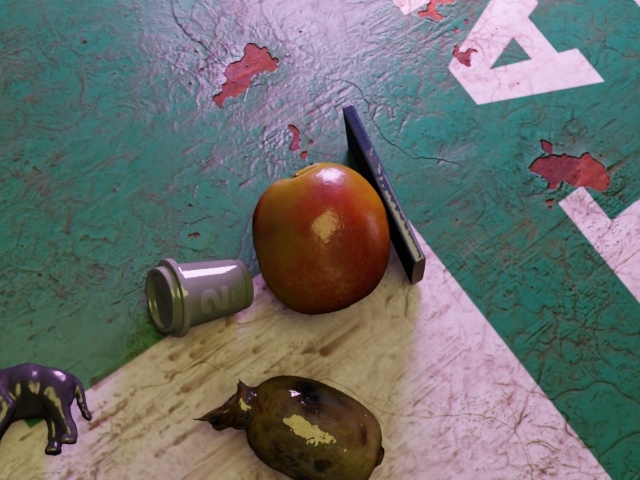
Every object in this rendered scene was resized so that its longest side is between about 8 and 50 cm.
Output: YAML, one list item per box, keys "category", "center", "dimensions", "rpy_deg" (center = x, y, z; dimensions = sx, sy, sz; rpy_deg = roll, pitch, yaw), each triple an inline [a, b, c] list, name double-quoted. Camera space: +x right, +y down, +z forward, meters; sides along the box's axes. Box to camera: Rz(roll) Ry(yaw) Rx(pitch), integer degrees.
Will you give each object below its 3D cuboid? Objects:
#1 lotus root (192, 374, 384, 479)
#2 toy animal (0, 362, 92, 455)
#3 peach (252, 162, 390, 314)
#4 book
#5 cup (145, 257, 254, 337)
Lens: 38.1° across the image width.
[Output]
- category: "lotus root"
  center: [-0.038, 0.265, 1.335]
  dimensions: [0.278, 0.154, 0.154]
  rpy_deg: [22, 66, -6]
- category: "toy animal"
  center: [-0.452, 0.235, 1.276]
  dimensions: [0.269, 0.082, 0.137]
  rpy_deg: [3, 66, -10]
- category: "peach"
  center: [0.000, 0.000, 1.404]
  dimensions: [0.231, 0.231, 0.231]
  rpy_deg: [5, 69, -13]
- category: "book"
  center: [0.101, -0.068, 1.477]
  dimensions: [0.025, 0.191, 0.269]
  rpy_deg: [-24, 77, 0]
- category: "cup"
  center: [-0.179, 0.079, 1.395]
  dimensions: [0.141, 0.120, 0.120]
  rpy_deg: [-8, 72, -32]
